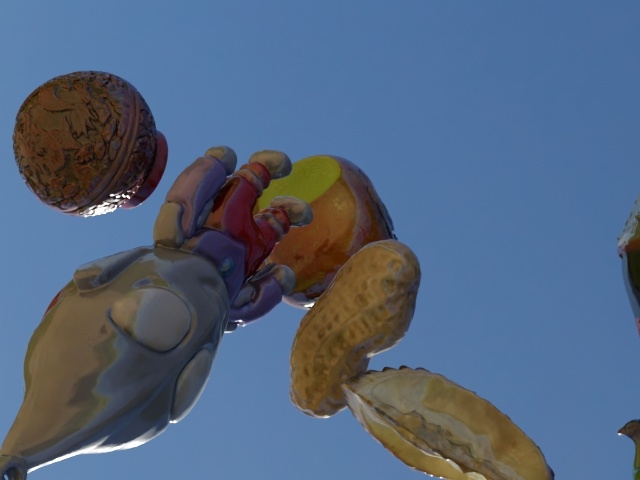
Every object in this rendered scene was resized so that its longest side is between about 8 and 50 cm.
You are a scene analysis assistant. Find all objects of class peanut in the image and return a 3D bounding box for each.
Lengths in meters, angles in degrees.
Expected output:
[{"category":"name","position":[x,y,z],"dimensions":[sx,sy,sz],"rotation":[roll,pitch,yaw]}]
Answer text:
[{"category":"peanut","position":[0.018,0.050,1.070],"dimensions":[0.113,0.054,0.054],"rotation":[-57,-147,11]}]

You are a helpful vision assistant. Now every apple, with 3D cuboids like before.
[{"category":"apple","position":[0.000,0.000,1.321],"dimensions":[0.102,0.099,0.114],"rotation":[-26,-145,2]}]

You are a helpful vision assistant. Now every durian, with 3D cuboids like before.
[{"category":"durian","position":[0.072,0.098,0.989],"dimensions":[0.052,0.130,0.066],"rotation":[-60,171,-12]}]

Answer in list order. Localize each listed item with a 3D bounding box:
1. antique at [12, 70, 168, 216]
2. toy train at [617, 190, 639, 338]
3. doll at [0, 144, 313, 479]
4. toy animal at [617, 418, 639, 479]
[{"category":"antique","position":[-0.156,-0.064,1.262],"dimensions":[0.104,0.104,0.104],"rotation":[-33,-134,43]},{"category":"toy train","position":[0.295,-0.115,1.271],"dimensions":[0.409,0.089,0.086],"rotation":[-63,-168,-13]},{"category":"doll","position":[-0.084,0.041,0.924],"dimensions":[0.075,0.102,0.227],"rotation":[8,-137,41]},{"category":"toy animal","position":[0.267,0.229,1.421],"dimensions":[0.075,0.041,0.217],"rotation":[-61,-145,34]}]
